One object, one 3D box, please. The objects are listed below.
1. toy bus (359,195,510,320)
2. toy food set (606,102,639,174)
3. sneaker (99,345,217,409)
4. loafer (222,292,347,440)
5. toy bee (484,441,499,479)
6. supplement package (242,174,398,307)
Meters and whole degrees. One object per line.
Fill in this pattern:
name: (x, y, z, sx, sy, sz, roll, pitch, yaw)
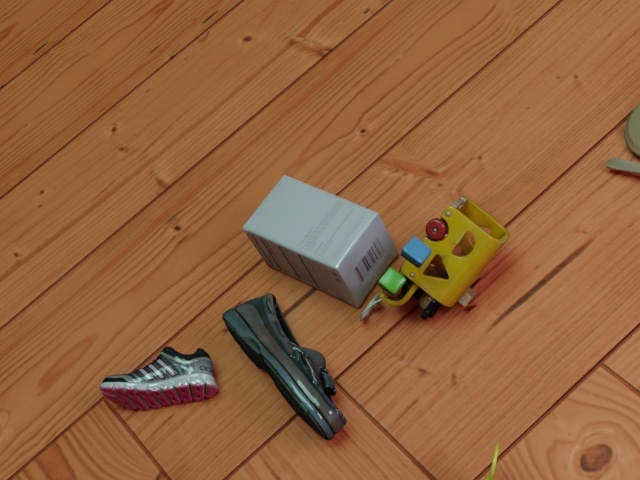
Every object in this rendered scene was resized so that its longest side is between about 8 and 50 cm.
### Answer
toy bus: (0.162, 0.041, 1.631, 0.104, 0.202, 0.191, 39, 66, 8)
toy food set: (0.484, -0.154, 1.693, 0.132, 0.038, 0.192, 19, 69, 42)
sneaker: (-0.224, 0.188, 1.725, 0.170, 0.063, 0.075, -8, 52, 12)
loafer: (-0.037, 0.156, 1.647, 0.084, 0.096, 0.267, -35, 46, -12)
toy bee: (0.209, 0.309, 1.372, 0.298, 0.162, 0.195, -17, 48, 11)
supplement package: (0.000, 0.000, 1.738, 0.179, 0.105, 0.105, 24, 68, 35)
